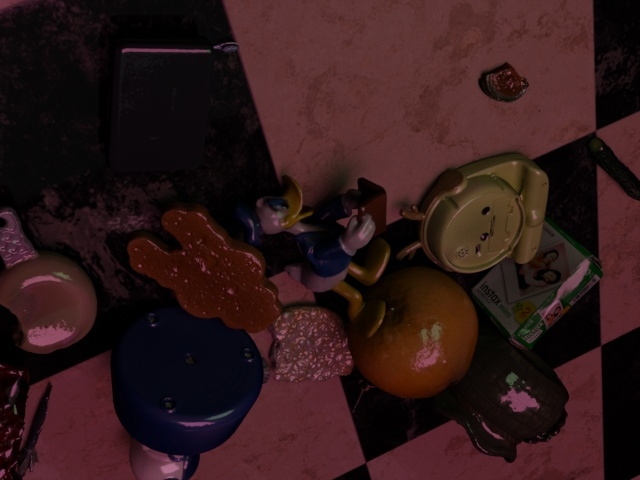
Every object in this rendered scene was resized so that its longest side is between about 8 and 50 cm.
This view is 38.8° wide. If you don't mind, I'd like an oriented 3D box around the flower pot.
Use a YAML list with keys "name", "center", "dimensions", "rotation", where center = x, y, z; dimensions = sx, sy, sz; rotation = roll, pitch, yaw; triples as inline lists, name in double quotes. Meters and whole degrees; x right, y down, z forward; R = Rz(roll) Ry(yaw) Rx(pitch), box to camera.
- name: "flower pot"
  center: [0.395, 0.330, 2.000]
  dimensions: [0.302, 0.302, 0.213]
  rotation: [33, 103, -39]

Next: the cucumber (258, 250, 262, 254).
- name: "cucumber"
  center: [-0.181, 0.047, 1.662]
  dimensions: [0.155, 0.037, 0.037]
  rotation: [-24, 130, -7]

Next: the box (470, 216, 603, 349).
- name: "box"
  center: [0.459, 0.092, 1.928]
  dimensions: [0.250, 0.180, 0.103]
  rotation: [-47, 134, 8]

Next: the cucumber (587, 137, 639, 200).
- name: "cucumber"
  center: [0.641, -0.143, 1.941]
  dimensions: [0.044, 0.043, 0.257]
  rotation: [-45, 132, 15]

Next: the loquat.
- name: "loquat"
  center: [0.182, 0.180, 1.798]
  dimensions: [0.263, 0.263, 0.263]
  rotation: [-14, 128, -18]

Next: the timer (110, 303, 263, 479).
- name: "timer"
  center: [-0.275, 0.334, 1.711]
  dimensions: [0.271, 0.270, 0.383]
  rotation: [-4, 138, -24]

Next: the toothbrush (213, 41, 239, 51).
- name: "toothbrush"
  center: [-0.220, -0.291, 1.413]
  dimensions: [0.193, 0.019, 0.013]
  rotation: [-11, 127, -18]

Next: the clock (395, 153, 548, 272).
- name: "clock"
  center: [0.298, -0.036, 1.809]
  dimensions: [0.308, 0.096, 0.235]
  rotation: [-14, 128, -17]

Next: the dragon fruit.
- name: "dragon fruit"
  center: [-0.676, 0.321, 1.580]
  dimensions: [0.329, 0.228, 0.285]
  rotation: [9, 87, -10]

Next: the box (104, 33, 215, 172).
- name: "box"
  center: [-0.252, -0.211, 1.420]
  dimensions: [0.160, 0.050, 0.230]
  rotation: [-4, 130, -22]

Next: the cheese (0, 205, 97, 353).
- name: "cheese"
  center: [-0.477, 0.062, 1.498]
  dimensions: [0.163, 0.082, 0.286]
  rotation: [-27, 128, -9]

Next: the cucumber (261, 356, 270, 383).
- name: "cucumber"
  center: [-0.161, 0.262, 1.810]
  dimensions: [0.112, 0.064, 0.064]
  rotation: [2, 121, -28]

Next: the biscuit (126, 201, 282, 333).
- name: "biscuit"
  center: [-0.193, 0.056, 1.604]
  dimensions: [0.186, 0.044, 0.295]
  rotation: [-34, 116, 23]

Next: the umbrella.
- name: "umbrella"
  center: [-0.540, 0.384, 1.721]
  dimensions: [0.044, 0.044, 0.269]
  rotation: [-14, 137, -57]

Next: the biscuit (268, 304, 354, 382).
- name: "biscuit"
  center: [-0.024, 0.219, 1.864]
  dimensions: [0.188, 0.040, 0.265]
  rotation: [-41, 130, 4]

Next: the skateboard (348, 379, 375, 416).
- name: "skateboard"
  center: [0.099, 0.351, 2.031]
  dimensions: [0.064, 0.032, 0.083]
  rotation: [5, 118, -41]

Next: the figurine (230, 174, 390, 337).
- name: "figurine"
  center: [0.000, 0.000, 1.627]
  dimensions: [0.338, 0.204, 0.283]
  rotation: [20, 138, -23]

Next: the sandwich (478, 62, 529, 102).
- name: "sandwich"
  center: [0.341, -0.291, 1.692]
  dimensions: [0.101, 0.026, 0.069]
  rotation: [28, 108, -38]
